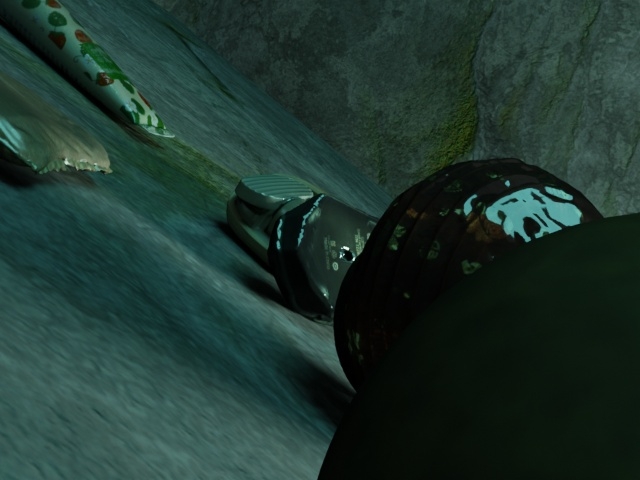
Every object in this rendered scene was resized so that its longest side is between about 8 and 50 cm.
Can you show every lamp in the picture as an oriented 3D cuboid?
[{"bbox_3d":[0.128,0.062,0.882,0.247,0.247,0.247,38,6,-5],"label":"lamp"}]

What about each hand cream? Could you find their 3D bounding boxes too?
[{"bbox_3d":[-0.264,-0.204,1.339,0.276,0.059,0.095,44,9,9],"label":"hand cream"}]

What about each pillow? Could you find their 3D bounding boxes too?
[{"bbox_3d":[-0.217,-0.087,0.874,0.135,0.034,0.211,35,5,6],"label":"pillow"}]

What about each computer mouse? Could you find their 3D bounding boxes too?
[{"bbox_3d":[0.000,0.000,1.243,0.145,0.082,0.236,42,7,26],"label":"computer mouse"},{"bbox_3d":[0.010,0.022,1.088,0.192,0.062,0.106,12,69,-55],"label":"computer mouse"}]

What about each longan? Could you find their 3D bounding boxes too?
[{"bbox_3d":[0.114,0.114,0.435,0.258,0.258,0.258,38,6,-5],"label":"longan"}]
